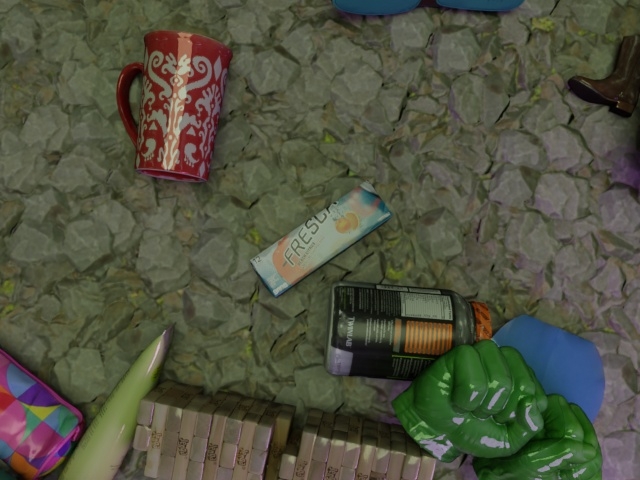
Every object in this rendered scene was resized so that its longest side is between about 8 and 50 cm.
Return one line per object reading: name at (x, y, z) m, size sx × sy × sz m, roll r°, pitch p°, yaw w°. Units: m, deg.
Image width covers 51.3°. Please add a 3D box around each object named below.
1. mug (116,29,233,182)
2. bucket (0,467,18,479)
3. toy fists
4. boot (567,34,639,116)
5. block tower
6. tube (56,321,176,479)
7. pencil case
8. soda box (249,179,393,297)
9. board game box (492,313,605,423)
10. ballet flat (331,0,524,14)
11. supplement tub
mug at (-0.188, -0.164, 0.858) m, size 0.113 × 0.150 × 0.169 m, roll 9°, pitch 86°, yaw -38°
bucket at (-0.358, 0.375, 0.670) m, size 0.183 × 0.281 × 0.281 m, roll 24°, pitch 82°, yaw 10°
toy fists at (0.218, 0.218, 0.759) m, size 0.279 × 0.096 × 0.142 m, roll 40°, pitch 102°, yaw -22°
boot at (0.401, -0.240, 0.910) m, size 0.107 × 0.037 × 0.114 m, roll 25°, pitch 86°, yaw -12°
block tower at (-0.041, 0.248, 0.786) m, size 0.336 × 0.097 × 0.090 m, roll 11°, pitch 95°, yaw 5°
tube at (-0.238, 0.209, 0.806) m, size 0.070 × 0.062 × 0.240 m, roll 24°, pitch 84°, yaw 45°
pencil case at (-0.391, 0.181, 0.796) m, size 0.236 × 0.104 × 0.104 m, roll 41°, pitch 83°, yaw 2°
soda box at (0.000, 0.000, 0.850) m, size 0.183 × 0.063 × 0.058 m, roll -35°, pitch 86°, yaw -6°
board game box at (0.280, 0.175, 0.857) m, size 0.169 × 0.033 × 0.133 m, roll 22°, pitch 80°, yaw -6°
ballet flat at (0.141, -0.357, 0.894) m, size 0.281 × 0.095 × 0.096 m, roll -3°, pitch 73°, yaw -13°
supplement tub at (0.103, 0.113, 0.814) m, size 0.191 × 0.117 × 0.116 m, roll 6°, pitch 83°, yaw -2°
